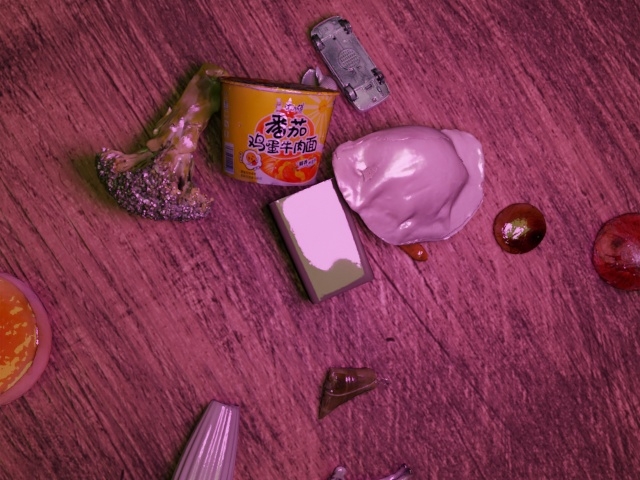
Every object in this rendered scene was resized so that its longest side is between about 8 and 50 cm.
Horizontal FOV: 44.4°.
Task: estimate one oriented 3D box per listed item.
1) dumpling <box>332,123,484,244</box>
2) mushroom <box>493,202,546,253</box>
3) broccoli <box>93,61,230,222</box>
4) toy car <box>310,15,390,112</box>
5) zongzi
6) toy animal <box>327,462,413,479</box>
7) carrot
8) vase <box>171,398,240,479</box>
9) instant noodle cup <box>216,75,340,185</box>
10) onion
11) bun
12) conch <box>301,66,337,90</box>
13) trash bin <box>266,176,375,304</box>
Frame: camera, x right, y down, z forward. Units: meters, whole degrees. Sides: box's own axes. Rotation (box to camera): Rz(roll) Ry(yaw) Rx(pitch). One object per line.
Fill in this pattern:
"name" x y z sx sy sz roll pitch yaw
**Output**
"dumpling" 0.198 -0.120 1.694 0.341 0.181 0.260 -9 89 -47
"mushroom" 0.456 -0.028 1.790 0.123 0.052 0.123 0 86 -3
"broccoli" -0.292 -0.198 1.663 0.361 0.221 0.252 -44 58 -5
"toy car" 0.063 -0.390 1.745 0.090 0.076 0.224 -32 84 -6
"zongzi" 0.077 0.346 1.759 0.154 0.062 0.130 4 110 -21
"toy animal" 0.140 0.564 1.737 0.255 0.090 0.170 42 90 -1
"carrot" 0.165 -0.024 1.763 0.210 0.061 0.061 42 86 -8
"vase" -0.239 0.467 1.685 0.128 0.128 0.248 17 78 -5
"instant noodle cup" -0.096 -0.229 1.639 0.264 0.264 0.200 5 103 -5
"onion" 0.709 0.027 1.767 0.184 0.147 0.184 1 95 8
"bun" -0.708 0.210 1.617 0.299 0.165 0.298 3 74 -9
"conch" -0.001 -0.339 1.748 0.076 0.056 0.085 -23 71 14
"trash bin" 0.000 0.000 1.713 0.164 0.122 0.240 -21 93 -5
